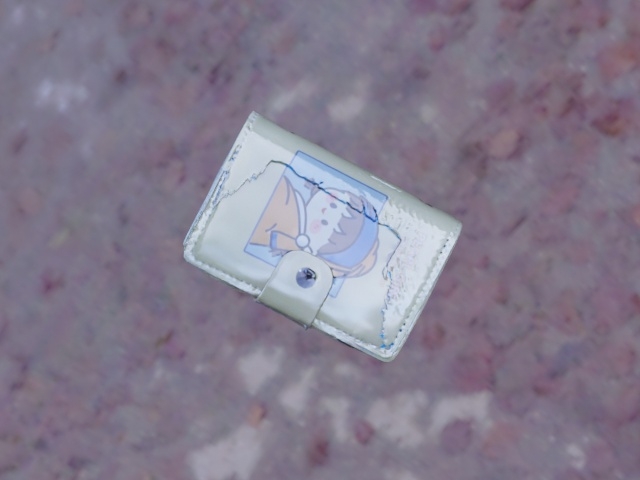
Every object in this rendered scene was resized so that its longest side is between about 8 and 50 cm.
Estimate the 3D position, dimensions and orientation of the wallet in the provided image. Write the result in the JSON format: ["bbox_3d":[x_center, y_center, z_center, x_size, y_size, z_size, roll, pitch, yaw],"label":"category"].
[{"bbox_3d":[0.000,0.000,1.090,0.155,0.039,0.110,27,82,-2],"label":"wallet"}]
